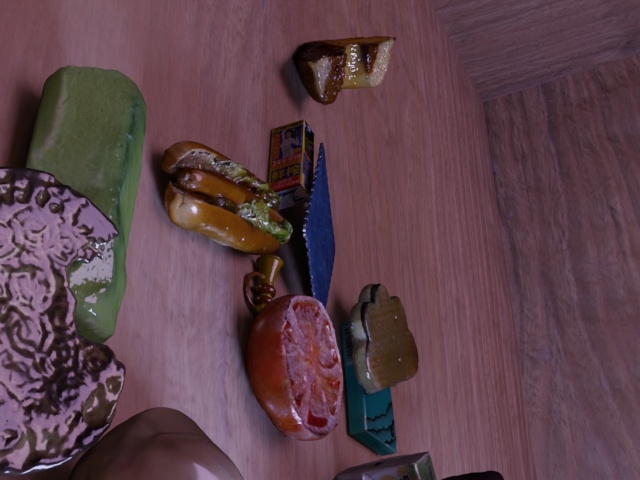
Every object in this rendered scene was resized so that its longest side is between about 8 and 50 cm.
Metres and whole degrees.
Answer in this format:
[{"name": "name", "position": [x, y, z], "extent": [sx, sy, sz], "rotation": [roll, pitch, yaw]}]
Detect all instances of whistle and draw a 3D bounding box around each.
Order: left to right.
[{"name": "whistle", "position": [-0.091, 0.072, 1.727], "extent": [0.057, 0.046, 0.109], "rotation": [74, 20, -49]}]

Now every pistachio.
[{"name": "pistachio", "position": [-0.163, 0.339, 1.102], "extent": [0.226, 0.207, 0.332], "rotation": [-5, 90, -66]}]

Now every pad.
[{"name": "pad", "position": [0.000, 0.000, 1.946], "extent": [0.269, 0.012, 0.270], "rotation": [-80, 167, -49]}]

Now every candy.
[{"name": "candy", "position": [-0.274, -0.040, 1.211], "extent": [0.142, 0.132, 0.344], "rotation": [120, -23, -52]}]

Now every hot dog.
[{"name": "hot dog", "position": [-0.128, -0.057, 1.631], "extent": [0.337, 0.100, 0.135], "rotation": [30, 47, -62]}]

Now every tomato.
[{"name": "tomato", "position": [-0.048, 0.197, 1.673], "extent": [0.237, 0.095, 0.237], "rotation": [-11, 90, -69]}]

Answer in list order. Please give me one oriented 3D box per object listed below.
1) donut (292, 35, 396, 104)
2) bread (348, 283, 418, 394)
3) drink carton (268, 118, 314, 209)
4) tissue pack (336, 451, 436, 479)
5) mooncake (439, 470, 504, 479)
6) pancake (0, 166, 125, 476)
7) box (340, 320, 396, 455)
[{"name": "donut", "position": [0.022, -0.355, 2.221], "extent": [0.295, 0.151, 0.112], "rotation": [-25, 117, -51]}, {"name": "bread", "position": [0.114, 0.185, 2.052], "extent": [0.286, 0.056, 0.207], "rotation": [9, 68, -67]}, {"name": "drink carton", "position": [-0.051, -0.138, 1.941], "extent": [0.056, 0.071, 0.166], "rotation": [59, 26, -46]}, {"name": "tissue pack", "position": [0.126, 0.496, 1.824], "extent": [0.145, 0.159, 0.229], "rotation": [-4, 79, -70]}, {"name": "mooncake", "position": [0.248, 0.517, 1.719], "extent": [0.283, 0.141, 0.283], "rotation": [-14, 90, -70]}, {"name": "pancake", "position": [-0.291, 0.070, 1.022], "extent": [0.288, 0.033, 0.286], "rotation": [52, 50, -12]}, {"name": "box", "position": [0.093, 0.285, 2.063], "extent": [0.161, 0.042, 0.226], "rotation": [43, 36, -54]}]
